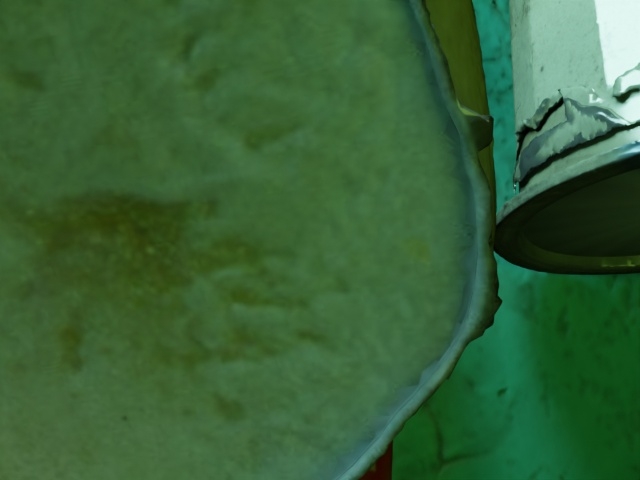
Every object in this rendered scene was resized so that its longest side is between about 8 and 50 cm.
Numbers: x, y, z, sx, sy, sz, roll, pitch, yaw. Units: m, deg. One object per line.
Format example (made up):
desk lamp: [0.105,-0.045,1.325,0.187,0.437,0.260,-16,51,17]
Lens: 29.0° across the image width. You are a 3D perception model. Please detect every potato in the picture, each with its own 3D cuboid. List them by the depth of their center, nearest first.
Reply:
potato: [-0.054,-0.050,0.456,0.196,0.247,0.299,-68,157,-63]

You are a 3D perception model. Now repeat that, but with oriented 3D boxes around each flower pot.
flower pot: [0.176,-0.100,0.635,0.212,0.212,0.202,7,65,-33]

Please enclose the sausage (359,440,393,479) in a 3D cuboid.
sausage: [0.000,0.000,0.558,0.083,0.083,0.263,10,77,-33]
